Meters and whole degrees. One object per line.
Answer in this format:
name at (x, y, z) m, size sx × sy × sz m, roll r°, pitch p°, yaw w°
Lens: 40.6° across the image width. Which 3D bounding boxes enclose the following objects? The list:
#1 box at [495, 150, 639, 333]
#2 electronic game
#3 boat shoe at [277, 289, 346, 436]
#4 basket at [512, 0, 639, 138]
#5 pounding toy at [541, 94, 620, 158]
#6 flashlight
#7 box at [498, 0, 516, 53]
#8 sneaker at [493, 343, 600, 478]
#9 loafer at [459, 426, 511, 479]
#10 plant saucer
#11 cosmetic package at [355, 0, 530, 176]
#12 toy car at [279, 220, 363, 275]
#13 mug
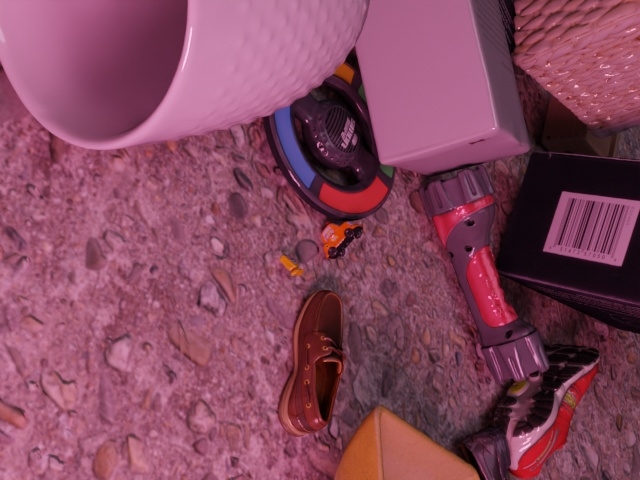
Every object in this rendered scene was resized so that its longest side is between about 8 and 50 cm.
box at (0.528, 0.031, 1.363) m, size 0.395 × 0.293 × 0.212 m, roll 23°, pitch 83°, yaw -40°
electronic game at (0.016, -0.136, 1.103) m, size 0.229 × 0.048 × 0.229 m, roll 19°, pitch 62°, yaw -41°
boat shoe at (0.003, 0.137, 0.992) m, size 0.064 × 0.060 × 0.178 m, roll 34°, pitch 54°, yaw -34°
basket at (0.500, -0.388, 1.328) m, size 0.266 × 0.331 × 0.328 m, roll 24°, pitch 61°, yaw -38°
pounding toy at (0.475, -0.156, 1.563) m, size 0.181 × 0.094 × 0.206 m, roll 34°, pitch 64°, yaw -40°
flashlight at (0.240, 0.048, 1.228) m, size 0.103 × 0.103 × 0.304 m, roll -9°, pitch 76°, yaw -81°
box at (0.264, -0.371, 1.394) m, size 0.207 × 0.108 × 0.153 m, roll -37°, pitch 105°, yaw -46°
sneaker at (0.337, 0.250, 1.296) m, size 0.279 × 0.107 × 0.118 m, roll -35°, pitch 121°, yaw -43°
loafer at (0.227, 0.341, 1.167) m, size 0.061 × 0.062 × 0.170 m, roll -7°, pitch 78°, yaw -25°
plant saucer at (0.104, 0.383, 0.931) m, size 0.333 × 0.081 × 0.332 m, roll 43°, pitch 38°, yaw -51°
cosmetic package at (0.142, -0.329, 1.170) m, size 0.230 × 0.162 × 0.453 m, roll 3°, pitch 75°, yaw -66°
toy car at (0.000, 0.000, 1.041) m, size 0.040 × 0.060 × 0.122 m, roll 46°, pitch 32°, yaw 18°
mug at (-0.120, -0.293, 0.843) m, size 0.328 × 0.276 × 0.374 m, roll -20°, pitch 99°, yaw -51°
